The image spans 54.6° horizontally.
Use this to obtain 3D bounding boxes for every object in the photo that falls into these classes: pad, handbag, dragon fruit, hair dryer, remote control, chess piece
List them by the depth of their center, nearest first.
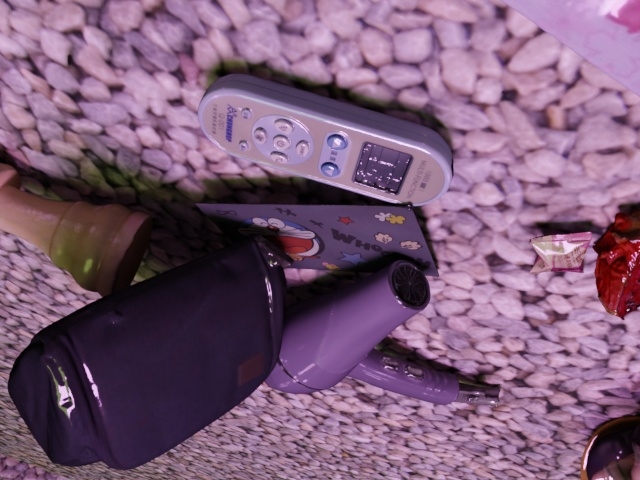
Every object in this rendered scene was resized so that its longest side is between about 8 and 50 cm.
[{"bbox_3d":[0.006,-0.094,0.581,0.244,0.047,0.087,17,140,1],"label":"remote control"},{"bbox_3d":[0.303,0.003,0.601,0.097,0.063,0.131,-29,132,3],"label":"dragon fruit"},{"bbox_3d":[0.000,0.000,0.702,0.245,0.006,0.170,3,153,22],"label":"pad"},{"bbox_3d":[-0.175,0.138,0.714,0.275,0.301,0.178,-28,88,54],"label":"handbag"},{"bbox_3d":[-0.409,-0.048,0.745,0.396,0.117,0.117,21,143,-4],"label":"chess piece"},{"bbox_3d":[0.119,0.157,0.836,0.361,0.121,0.301,23,142,-25],"label":"hair dryer"}]

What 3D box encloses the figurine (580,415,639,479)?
[{"bbox_3d":[0.445,0.342,0.827,0.167,0.193,0.257,7,175,19],"label":"figurine"}]

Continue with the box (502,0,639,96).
[{"bbox_3d":[0.253,-0.158,0.350,0.369,0.112,0.190,26,141,-14],"label":"box"}]

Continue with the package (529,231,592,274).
[{"bbox_3d":[0.248,0.017,0.645,0.059,0.029,0.083,-5,149,15],"label":"package"}]
